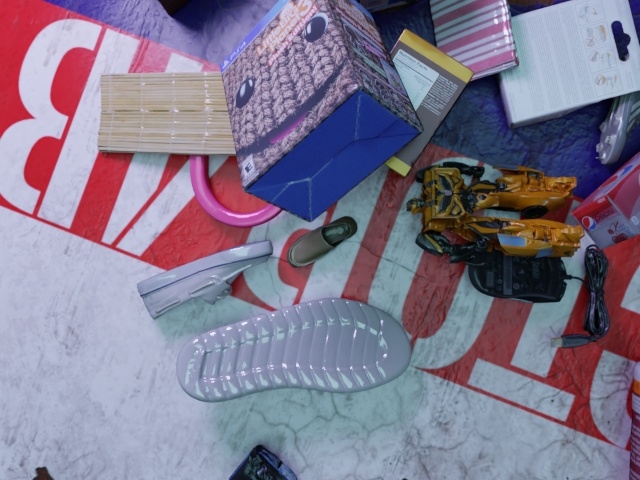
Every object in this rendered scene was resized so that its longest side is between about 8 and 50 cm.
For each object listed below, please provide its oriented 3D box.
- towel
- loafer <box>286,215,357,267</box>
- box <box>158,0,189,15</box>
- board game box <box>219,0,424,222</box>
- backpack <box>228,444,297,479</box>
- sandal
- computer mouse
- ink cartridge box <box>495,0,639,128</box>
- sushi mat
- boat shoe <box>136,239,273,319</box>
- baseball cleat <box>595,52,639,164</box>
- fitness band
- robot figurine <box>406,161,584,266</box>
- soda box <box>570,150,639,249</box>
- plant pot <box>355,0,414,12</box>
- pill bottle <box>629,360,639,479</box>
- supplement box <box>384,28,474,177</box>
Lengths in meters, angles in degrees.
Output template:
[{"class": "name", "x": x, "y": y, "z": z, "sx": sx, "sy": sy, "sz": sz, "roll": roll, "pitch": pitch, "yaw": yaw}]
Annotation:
[{"class": "towel", "x": 0.273, "y": -0.387, "z": 1.109, "sx": 0.144, "sy": 0.029, "sz": 0.197, "roll": -10, "pitch": 89, "yaw": 39}, {"class": "loafer", "x": 0.000, "y": 0.000, "z": 1.141, "sx": 0.148, "sy": 0.050, "sz": 0.056, "roll": -34, "pitch": 88, "yaw": 2}, {"class": "box", "x": -0.274, "y": -0.544, "z": 1.085, "sx": 0.167, "sy": 0.203, "sz": 0.168, "roll": -36, "pitch": 88, "yaw": 2}, {"class": "board game box", "x": -0.013, "y": -0.220, "z": 0.939, "sx": 0.232, "sy": 0.141, "sz": 0.291, "roll": -38, "pitch": 48, "yaw": 28}, {"class": "backpack", "x": -0.100, "y": 0.441, "z": 1.125, "sx": 0.114, "sy": 0.084, "sz": 0.105, "roll": 39, "pitch": 92, "yaw": 8}, {"class": "sandal", "x": -0.047, "y": 0.199, "z": 1.121, "sx": 0.416, "sy": 0.102, "sz": 0.169, "roll": -3, "pitch": 74, "yaw": -6}, {"class": "computer mouse", "x": 0.388, "y": 0.102, "z": 1.110, "sx": 0.262, "sy": 0.060, "sz": 0.184, "roll": 0, "pitch": 79, "yaw": -7}, {"class": "ink cartridge box", "x": 0.433, "y": -0.321, "z": 1.101, "sx": 0.232, "sy": 0.066, "sz": 0.189, "roll": -13, "pitch": 88, "yaw": 8}, {"class": "sushi mat", "x": -0.271, "y": -0.234, "z": 1.138, "sx": 0.316, "sy": 0.019, "sz": 0.151, "roll": 4, "pitch": 88, "yaw": 16}, {"class": "boat shoe", "x": -0.204, "y": 0.074, "z": 1.132, "sx": 0.267, "sy": 0.096, "sz": 0.088, "roll": -20, "pitch": 92, "yaw": 4}, {"class": "baseball cleat", "x": 0.563, "y": -0.228, "z": 1.100, "sx": 0.109, "sy": 0.072, "sz": 0.206, "roll": 13, "pitch": 94, "yaw": -3}, {"class": "fitness band", "x": -0.138, "y": -0.169, "z": 1.150, "sx": 0.209, "sy": 0.054, "sz": 0.291, "roll": 1, "pitch": 88, "yaw": 4}, {"class": "robot figurine", "x": 0.297, "y": -0.057, "z": 1.080, "sx": 0.291, "sy": 0.085, "sz": 0.211, "roll": 5, "pitch": 60, "yaw": -1}, {"class": "soda box", "x": 0.544, "y": -0.096, "z": 1.036, "sx": 0.263, "sy": 0.092, "sz": 0.083, "roll": -36, "pitch": 85, "yaw": -25}, {"class": "plant pot", "x": 0.077, "y": -0.514, "z": 1.058, "sx": 0.236, "sy": 0.236, "sz": 0.212, "roll": -13, "pitch": 96, "yaw": 3}, {"class": "pill bottle", "x": 0.628, "y": 0.406, "z": 1.014, "sx": 0.224, "sy": 0.224, "sz": 0.392, "roll": 3, "pitch": 89, "yaw": 3}, {"class": "supplement box", "x": 0.146, "y": -0.222, "z": 1.053, "sx": 0.129, "sy": 0.191, "sz": 0.194, "roll": 34, "pitch": 100, "yaw": 4}]
